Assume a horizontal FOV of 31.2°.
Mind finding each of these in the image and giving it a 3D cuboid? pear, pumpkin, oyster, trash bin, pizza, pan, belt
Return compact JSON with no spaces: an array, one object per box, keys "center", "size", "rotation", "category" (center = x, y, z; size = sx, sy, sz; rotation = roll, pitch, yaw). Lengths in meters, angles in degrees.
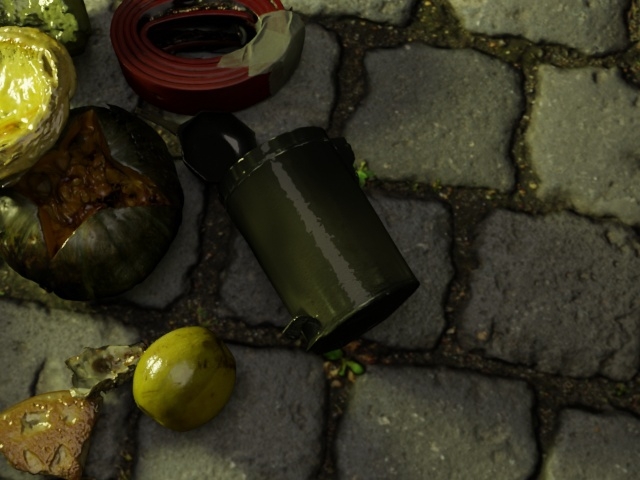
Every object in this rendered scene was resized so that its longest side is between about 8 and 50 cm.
[{"center":[-0.202,0.209,1.726],"size":[0.149,0.149,0.162],"rotation":[43,82,14],"category":"pear"},{"center":[-0.367,-0.058,1.799],"size":[0.320,0.192,0.320],"rotation":[0,68,0],"category":"pumpkin"},{"center":[-0.320,0.198,1.775],"size":[0.148,0.051,0.103],"rotation":[-19,37,-14],"category":"oyster"},{"center":[0.000,0.000,1.774],"size":[0.252,0.203,0.301],"rotation":[-22,71,-28],"category":"trash bin"},{"center":[-0.402,0.303,1.743],"size":[0.182,0.062,0.161],"rotation":[-27,65,-15],"category":"pizza"},{"center":[-0.200,-0.174,1.895],"size":[0.202,0.048,0.128],"rotation":[43,60,-2],"category":"pan"},{"center":[-0.188,-0.328,1.941],"size":[0.324,0.115,0.227],"rotation":[2,72,2],"category":"belt"}]

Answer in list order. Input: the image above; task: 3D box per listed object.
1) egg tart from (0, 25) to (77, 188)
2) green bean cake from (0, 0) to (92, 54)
[{"center":[-0.482,-0.194,1.729],"size":[0.279,0.095,0.279],"rotation":[-8,66,19],"category":"egg tart"},{"center":[-0.498,-0.350,1.888],"size":[0.236,0.233,0.124],"rotation":[-18,95,-5],"category":"green bean cake"}]
